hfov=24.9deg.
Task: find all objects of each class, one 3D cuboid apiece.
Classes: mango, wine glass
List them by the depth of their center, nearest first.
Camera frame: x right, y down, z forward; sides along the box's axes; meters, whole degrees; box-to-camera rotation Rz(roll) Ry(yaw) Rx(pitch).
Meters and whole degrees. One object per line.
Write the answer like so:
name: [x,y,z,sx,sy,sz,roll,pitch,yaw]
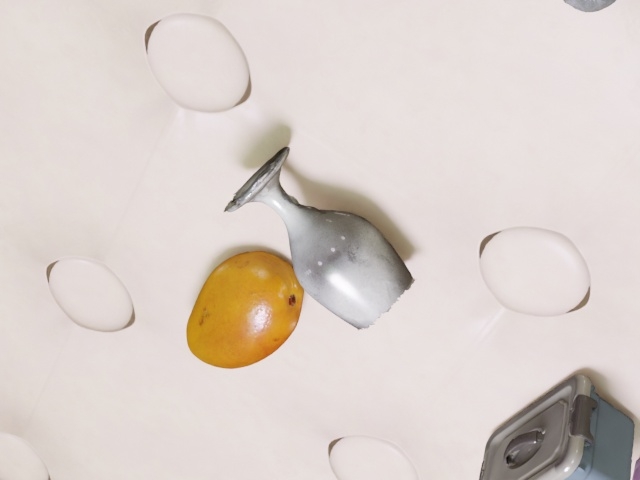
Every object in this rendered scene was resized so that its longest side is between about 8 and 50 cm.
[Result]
wine glass: [0.000,0.000,1.851,0.241,0.126,0.126,45,133,-9]
mango: [-0.116,0.105,2.011,0.141,0.102,0.217,49,130,-8]

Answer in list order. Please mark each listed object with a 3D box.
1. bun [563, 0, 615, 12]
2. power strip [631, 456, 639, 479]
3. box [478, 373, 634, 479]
bun: [0.283,-0.277,1.532,0.083,0.045,0.083,18,135,19]
power strip: [0.490,0.270,1.835,0.037,0.109,0.279,37,134,-9]
box: [0.307,0.295,1.920,0.130,0.162,0.227,30,136,-14]
